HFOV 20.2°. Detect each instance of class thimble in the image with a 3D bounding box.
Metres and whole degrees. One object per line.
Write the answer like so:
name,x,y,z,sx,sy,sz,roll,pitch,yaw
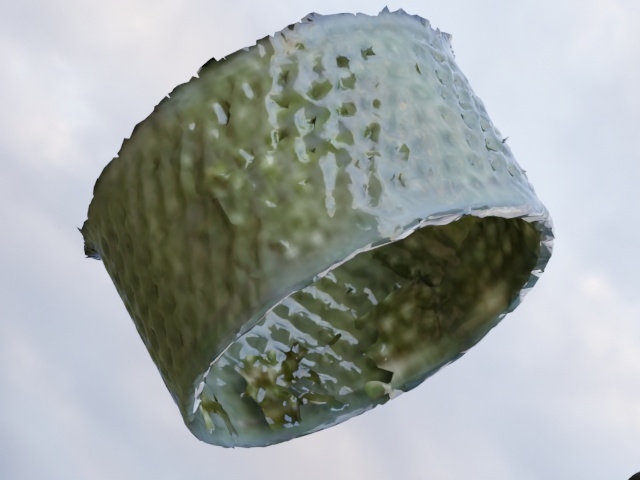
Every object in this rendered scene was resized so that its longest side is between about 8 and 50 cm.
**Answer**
thimble,0.000,0.000,1.105,0.150,0.271,0.271,61,-26,24

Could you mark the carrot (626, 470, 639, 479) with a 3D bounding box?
carrot,0.266,0.226,1.101,0.260,0.070,0.070,44,-17,-31
